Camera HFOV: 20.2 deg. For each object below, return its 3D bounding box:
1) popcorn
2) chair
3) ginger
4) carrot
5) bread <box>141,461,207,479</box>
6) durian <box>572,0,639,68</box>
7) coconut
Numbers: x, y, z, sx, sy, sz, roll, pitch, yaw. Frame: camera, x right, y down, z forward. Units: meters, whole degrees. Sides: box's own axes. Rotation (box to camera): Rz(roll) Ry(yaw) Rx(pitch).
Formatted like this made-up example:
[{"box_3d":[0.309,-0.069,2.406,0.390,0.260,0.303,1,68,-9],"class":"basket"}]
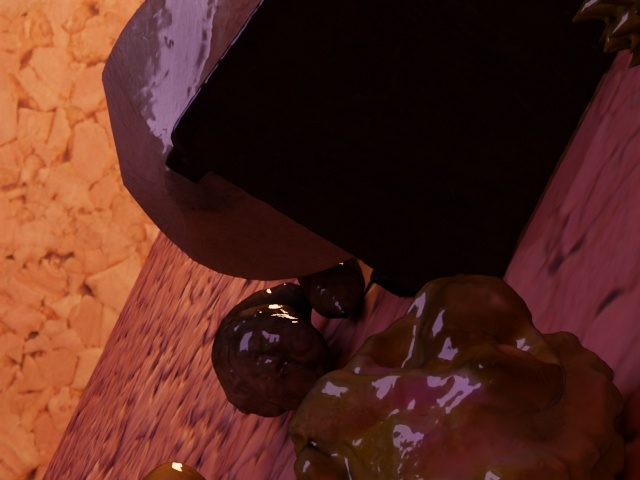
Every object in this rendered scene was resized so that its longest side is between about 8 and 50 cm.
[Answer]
[{"box_3d":[0.059,0.090,0.725,0.125,0.126,0.145,-7,35,49],"class":"popcorn"},{"box_3d":[0.055,-0.093,1.004,0.241,0.203,0.416,-59,8,0],"class":"chair"},{"box_3d":[-0.038,0.085,1.369,0.104,0.080,0.204,-58,7,2],"class":"ginger"},{"box_3d":[-0.001,0.000,1.461,0.070,0.070,0.342,-62,13,9],"class":"carrot"},{"box_3d":[-0.114,0.251,1.304,0.173,0.085,0.134,-83,18,-61],"class":"bread"},{"box_3d":[0.162,-0.113,0.609,0.198,0.159,0.146,47,126,45],"class":"durian"},{"box_3d":[-0.038,-0.096,1.317,0.237,0.237,0.266,-56,2,38],"class":"coconut"}]
